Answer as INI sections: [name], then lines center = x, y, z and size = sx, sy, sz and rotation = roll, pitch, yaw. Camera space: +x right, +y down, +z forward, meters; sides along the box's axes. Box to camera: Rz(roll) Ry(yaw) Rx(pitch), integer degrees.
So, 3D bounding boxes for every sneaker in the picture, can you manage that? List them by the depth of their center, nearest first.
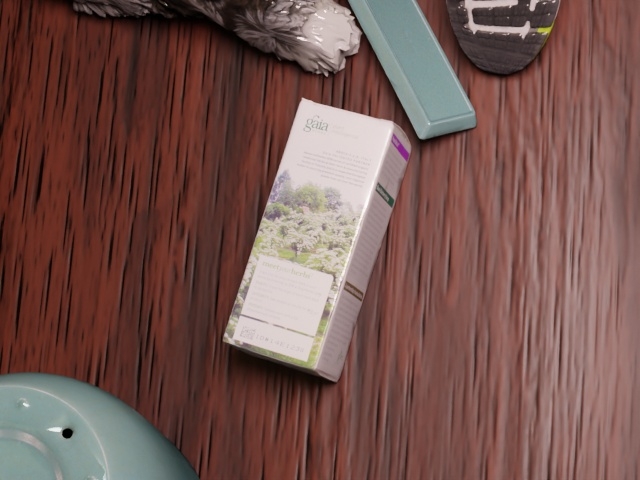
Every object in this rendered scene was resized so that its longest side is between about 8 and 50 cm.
[sneaker]
center = 0.182, -0.303, 1.359
size = 0.111, 0.121, 0.300
rotation = 6, 99, 17

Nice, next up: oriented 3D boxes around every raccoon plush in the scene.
[raccoon plush]
center = -0.133, -0.367, 1.468
size = 0.446, 0.216, 0.299
rotation = 28, 70, -10

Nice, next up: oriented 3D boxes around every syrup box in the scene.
[syrup box]
center = 0.000, 0.000, 1.348
size = 0.093, 0.096, 0.237
rotation = 16, 82, 17

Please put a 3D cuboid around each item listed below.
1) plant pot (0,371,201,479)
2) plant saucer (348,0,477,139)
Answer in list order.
[plant pot]
center = -0.247, 0.244, 1.254
size = 0.293, 0.235, 0.293
rotation = -2, 65, 4
[plant saucer]
center = 0.082, -0.184, 1.387
size = 0.067, 0.018, 0.192
rotation = -15, 68, -29
